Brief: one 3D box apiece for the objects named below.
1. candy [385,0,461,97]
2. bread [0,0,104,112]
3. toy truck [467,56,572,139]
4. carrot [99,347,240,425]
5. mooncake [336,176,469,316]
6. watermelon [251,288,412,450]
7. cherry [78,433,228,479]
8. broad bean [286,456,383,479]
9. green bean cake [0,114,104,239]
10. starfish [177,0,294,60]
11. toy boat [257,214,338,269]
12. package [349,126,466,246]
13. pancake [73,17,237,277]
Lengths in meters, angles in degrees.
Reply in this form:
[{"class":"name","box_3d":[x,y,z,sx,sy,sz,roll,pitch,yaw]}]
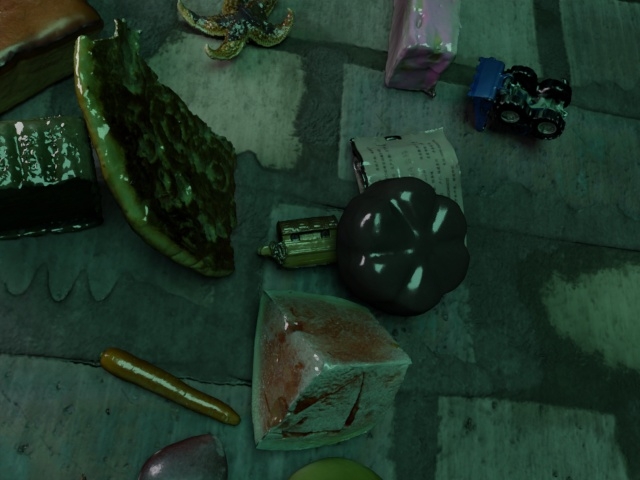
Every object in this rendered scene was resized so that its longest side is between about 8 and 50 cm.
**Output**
[{"class":"candy","box_3d":[0.214,-0.447,1.375,0.115,0.155,0.265,11,67,-6]},{"class":"bread","box_3d":[-0.604,-0.387,1.158,0.333,0.143,0.323,45,65,6]},{"class":"toy truck","box_3d":[0.398,-0.281,1.374,0.208,0.126,0.113,22,66,0]},{"class":"carrot","box_3d":[-0.238,0.234,1.063,0.247,0.043,0.043,27,65,-5]},{"class":"mooncake","box_3d":[0.143,0.012,1.151,0.244,0.133,0.245,-1,91,-26]},{"class":"watermelon","box_3d":[0.005,0.183,1.056,0.212,0.201,0.262,4,64,-22]},{"class":"cherry","box_3d":[-0.223,0.338,0.987,0.188,0.115,0.148,34,84,7]},{"class":"broad bean","box_3d":[0.028,0.474,0.991,0.237,0.119,0.291,-7,70,-16]},{"class":"green bean cake","box_3d":[-0.468,-0.091,1.021,0.254,0.241,0.132,-9,80,-14]},{"class":"starfish","box_3d":[-0.169,-0.436,1.331,0.215,0.071,0.238,19,56,0]},{"class":"toy boat","box_3d":[0.000,0.000,1.190,0.225,0.068,0.088,-8,91,-14]},{"class":"package","box_3d":[0.172,-0.094,1.280,0.203,0.062,0.251,-7,78,-13]},{"class":"pancake","box_3d":[-0.255,-0.136,1.068,0.066,0.427,0.305,-14,48,24]}]
